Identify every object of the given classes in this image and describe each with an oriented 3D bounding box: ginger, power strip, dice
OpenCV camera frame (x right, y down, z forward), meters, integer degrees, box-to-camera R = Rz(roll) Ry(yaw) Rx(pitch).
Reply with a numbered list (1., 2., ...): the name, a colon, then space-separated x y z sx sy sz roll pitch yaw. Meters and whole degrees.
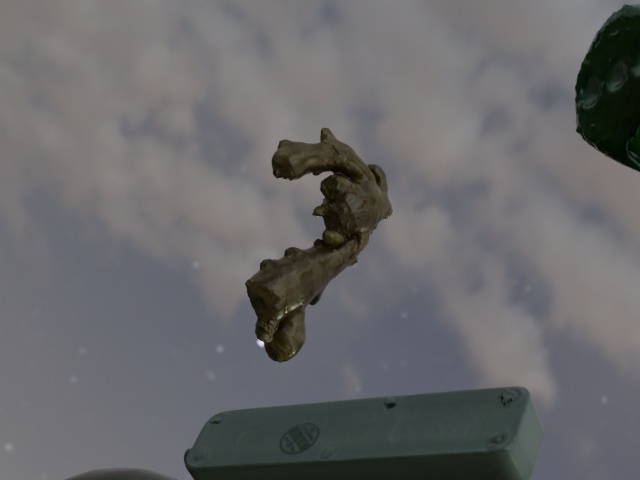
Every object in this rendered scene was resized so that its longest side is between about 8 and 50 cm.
1. ginger: 0.000 0.000 1.484 0.052 0.176 0.193 15 -60 59
2. power strip: 0.029 0.205 1.601 0.385 0.091 0.062 -8 -56 29
3. dice: 0.300 -0.125 1.382 0.131 0.128 0.120 9 20 -25

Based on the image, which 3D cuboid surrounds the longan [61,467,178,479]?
1. longan: -0.165 0.308 1.383 0.246 0.246 0.215 44 -58 5
